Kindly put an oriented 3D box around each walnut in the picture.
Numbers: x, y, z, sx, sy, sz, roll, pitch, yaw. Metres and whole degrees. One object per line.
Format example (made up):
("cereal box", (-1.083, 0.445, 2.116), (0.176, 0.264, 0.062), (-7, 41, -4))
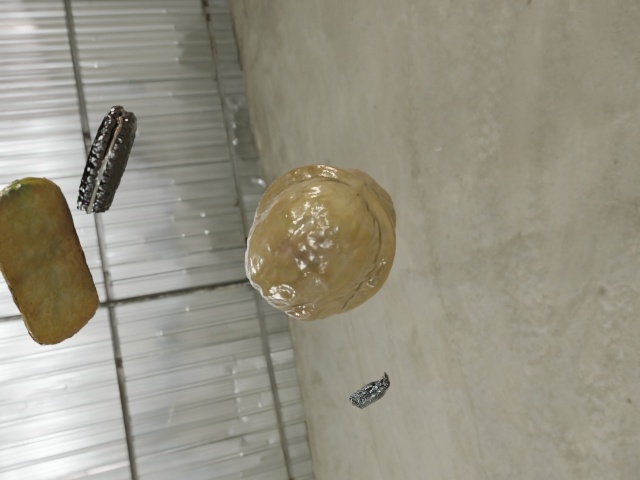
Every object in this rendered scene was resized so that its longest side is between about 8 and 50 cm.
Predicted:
("walnut", (0.000, 0.000, 1.401), (0.381, 0.381, 0.381), (171, 90, -72))

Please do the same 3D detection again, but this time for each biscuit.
("biscuit", (-0.161, -0.060, 0.458), (0.089, 0.027, 0.087), (1, 73, 71))
("biscuit", (-0.360, 0.032, 0.790), (0.029, 0.118, 0.247), (17, 129, 27))

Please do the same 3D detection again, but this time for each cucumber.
("cucumber", (0.102, 0.286, 1.153), (0.043, 0.039, 0.163), (36, 145, -3))
